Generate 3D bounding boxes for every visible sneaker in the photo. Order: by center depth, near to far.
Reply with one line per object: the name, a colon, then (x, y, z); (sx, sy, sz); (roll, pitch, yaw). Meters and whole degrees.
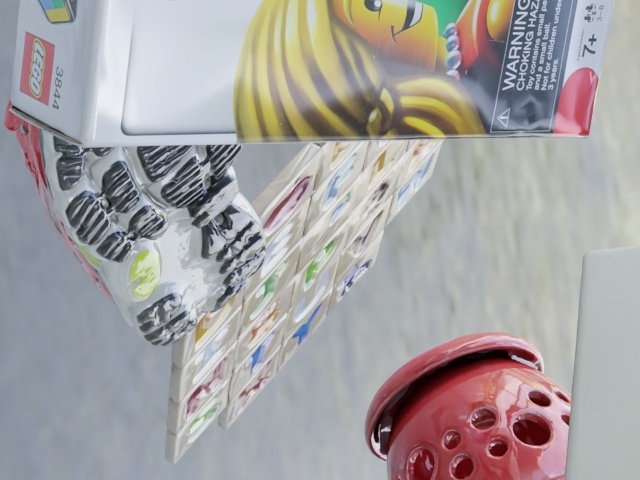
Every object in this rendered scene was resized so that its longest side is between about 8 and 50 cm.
sneaker: (-0.105, -0.047, 0.922); (0.107, 0.118, 0.279); (-41, 156, -20)

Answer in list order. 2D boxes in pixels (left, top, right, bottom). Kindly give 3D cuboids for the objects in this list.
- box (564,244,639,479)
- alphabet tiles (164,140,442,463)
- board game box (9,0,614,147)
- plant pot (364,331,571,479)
box: (0.188, 0.163, 0.927); (0.148, 0.121, 0.311); (52, 39, -49)
alphabet tiles: (0.000, 0.000, 1.248); (0.285, 0.011, 0.342); (-47, 167, -23)
board game box: (0.020, -0.179, 0.568); (0.193, 0.053, 0.305); (-4, 110, -36)
plant pot: (0.144, 0.185, 1.673); (0.191, 0.191, 0.174); (45, 15, -54)
